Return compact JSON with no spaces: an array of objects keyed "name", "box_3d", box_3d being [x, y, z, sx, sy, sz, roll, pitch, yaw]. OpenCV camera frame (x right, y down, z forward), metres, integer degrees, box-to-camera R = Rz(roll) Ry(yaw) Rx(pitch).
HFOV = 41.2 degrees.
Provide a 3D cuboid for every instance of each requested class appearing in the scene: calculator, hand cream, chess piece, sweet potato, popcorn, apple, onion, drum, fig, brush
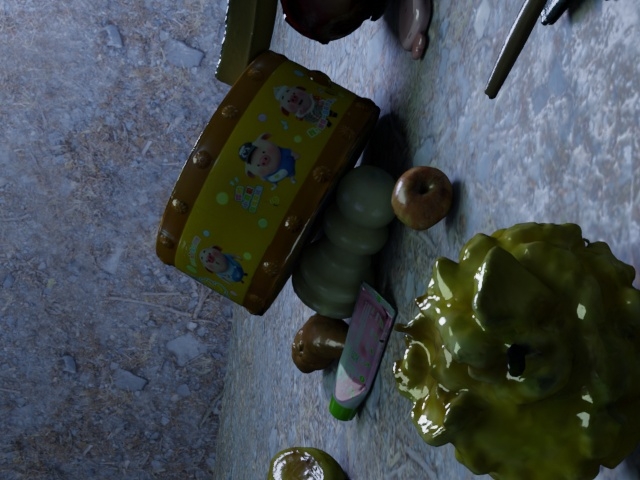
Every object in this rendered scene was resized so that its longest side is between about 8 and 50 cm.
[{"name":"calculator","box_3d":[0.144,-0.354,1.315,0.103,0.024,0.166,117,155,-60]},{"name":"hand cream","box_3d":[0.065,0.192,1.422,0.050,0.079,0.275,-46,-24,-51]},{"name":"chess piece","box_3d":[0.054,-0.008,1.391,0.144,0.144,0.251,-100,25,-47]},{"name":"sweet potato","box_3d":[0.001,0.193,1.620,0.106,0.095,0.354,57,159,1]},{"name":"popcorn","box_3d":[0.164,0.092,0.683,0.169,0.189,0.218,156,119,-79]},{"name":"apple","box_3d":[0.135,-0.056,1.127,0.071,0.083,0.084,75,-165,-75]},{"name":"onion","box_3d":[0.022,-0.484,1.420,0.314,0.232,0.314,-162,90,-86]},{"name":"drum","box_3d":[-0.088,-0.094,1.455,0.431,0.214,0.431,-60,-1,-2]},{"name":"fig","box_3d":[-0.020,0.446,1.530,0.165,0.144,0.154,-12,108,56]},{"name":"brush","box_3d":[-0.115,-0.350,1.362,0.123,0.059,0.197,-68,-5,-47]}]

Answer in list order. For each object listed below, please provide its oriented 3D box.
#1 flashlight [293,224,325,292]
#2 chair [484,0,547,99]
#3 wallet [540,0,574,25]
[{"name":"flashlight","box_3d":[0.000,0.000,1.721,0.093,0.092,0.232,-173,91,-78]},{"name":"chair","box_3d":[0.217,-0.250,0.614,0.272,0.166,0.188,109,161,-49]},{"name":"wallet","box_3d":[0.247,-0.276,0.816,0.129,0.026,0.088,122,153,-67]}]
